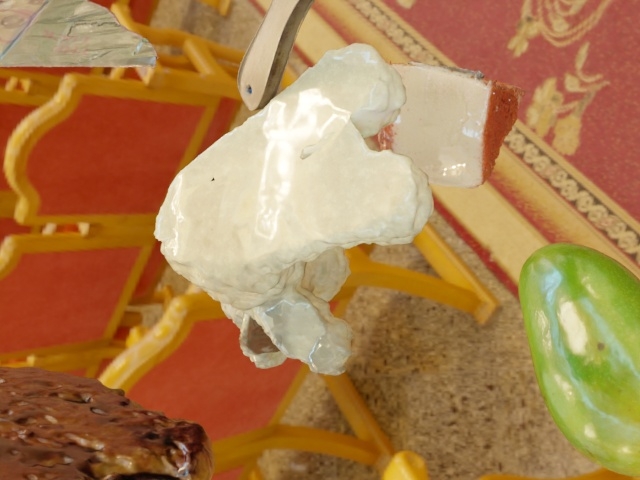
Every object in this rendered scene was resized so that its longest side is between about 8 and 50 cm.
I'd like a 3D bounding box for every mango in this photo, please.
[{"bbox_3d":[0.393,0.157,1.247,0.225,0.201,0.382,85,165,-47],"label":"mango"}]

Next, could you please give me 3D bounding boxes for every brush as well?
[{"bbox_3d":[-0.006,-0.248,0.848,0.070,0.065,0.327,58,142,24],"label":"brush"}]

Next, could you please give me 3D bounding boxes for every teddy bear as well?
[{"bbox_3d":[0.000,0.000,1.040,0.375,0.362,0.328,-24,62,21],"label":"teddy bear"}]

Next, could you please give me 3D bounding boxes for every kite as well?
[{"bbox_3d":[-0.155,-0.160,0.538,0.229,0.250,0.012,45,152,33],"label":"kite"}]

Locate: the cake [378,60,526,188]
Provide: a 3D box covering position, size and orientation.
[{"bbox_3d":[0.195,-0.162,1.268,0.158,0.262,0.160,14,102,24],"label":"cake"}]

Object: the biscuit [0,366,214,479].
[{"bbox_3d":[-0.256,0.178,0.730,0.289,0.333,0.081,-72,-7,-84],"label":"biscuit"}]
